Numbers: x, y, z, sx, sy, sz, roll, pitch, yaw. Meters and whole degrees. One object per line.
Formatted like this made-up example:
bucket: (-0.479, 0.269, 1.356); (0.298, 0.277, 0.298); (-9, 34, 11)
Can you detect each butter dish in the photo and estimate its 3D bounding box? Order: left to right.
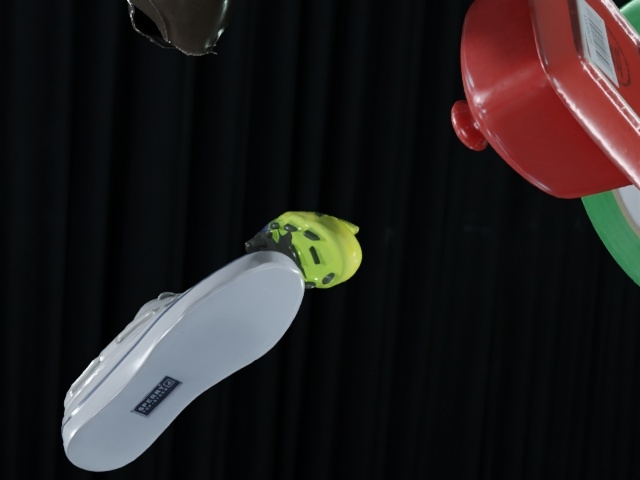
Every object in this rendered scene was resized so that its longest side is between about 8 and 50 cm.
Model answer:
butter dish: (0.137, -0.094, 0.901); (0.118, 0.160, 0.160); (-25, 133, 28)

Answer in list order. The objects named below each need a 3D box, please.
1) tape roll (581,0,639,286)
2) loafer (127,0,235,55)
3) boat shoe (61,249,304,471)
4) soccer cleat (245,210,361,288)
tape roll: (0.370, -0.080, 1.276); (0.077, 0.321, 0.321); (-23, -157, -36)
loafer: (-0.107, -0.170, 0.955); (0.080, 0.078, 0.220); (7, -166, -15)
boat shoe: (-0.125, 0.083, 1.186); (0.095, 0.258, 0.084); (40, -163, -40)
soccer cleat: (-0.001, -0.001, 1.658); (0.121, 0.093, 0.289); (-24, -175, -17)
